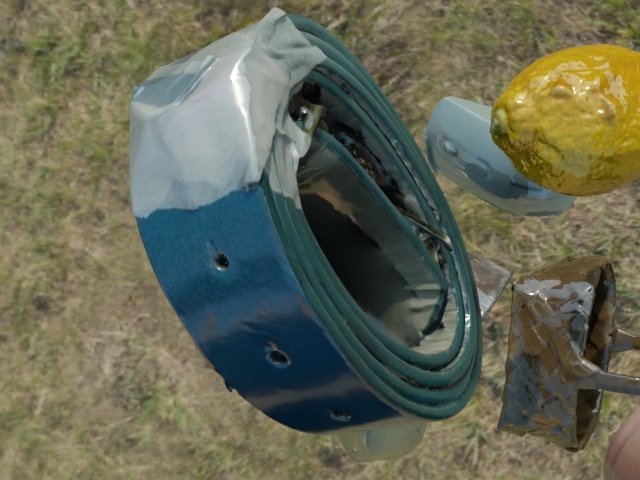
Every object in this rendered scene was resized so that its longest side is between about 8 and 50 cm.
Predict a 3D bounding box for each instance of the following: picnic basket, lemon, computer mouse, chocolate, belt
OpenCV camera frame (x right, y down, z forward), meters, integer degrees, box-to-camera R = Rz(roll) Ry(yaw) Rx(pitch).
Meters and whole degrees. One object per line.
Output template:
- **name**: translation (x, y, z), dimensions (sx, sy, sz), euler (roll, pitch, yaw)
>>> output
- **picnic basket**: translation (0.485, 0.197, 1.539), dimensions (0.337, 0.293, 0.337), euler (4, 99, 27)
- **lemon**: translation (0.242, -0.111, 0.854), dimensions (0.142, 0.187, 0.142), euler (173, 90, -72)
- **computer mouse**: translation (0.238, -0.108, 1.232), dimensions (0.231, 0.079, 0.127), euler (20, 130, 24)
- **chocolate**: translation (0.210, 0.128, 1.764), dimensions (0.213, 0.303, 0.303), euler (33, 112, 11)
- **belt**: translation (0.001, 0.001, 0.875), dimensions (0.173, 0.300, 0.436), euler (-20, 122, 33)

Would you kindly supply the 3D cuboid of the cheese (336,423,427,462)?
- **cheese**: translation (0.054, 0.147, 1.293), dimensions (0.318, 0.115, 0.326), euler (158, 104, -66)

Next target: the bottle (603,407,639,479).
- **bottle**: translation (0.431, 0.302, 0.903), dimensions (0.173, 0.297, 0.206), euler (-31, 118, -1)
